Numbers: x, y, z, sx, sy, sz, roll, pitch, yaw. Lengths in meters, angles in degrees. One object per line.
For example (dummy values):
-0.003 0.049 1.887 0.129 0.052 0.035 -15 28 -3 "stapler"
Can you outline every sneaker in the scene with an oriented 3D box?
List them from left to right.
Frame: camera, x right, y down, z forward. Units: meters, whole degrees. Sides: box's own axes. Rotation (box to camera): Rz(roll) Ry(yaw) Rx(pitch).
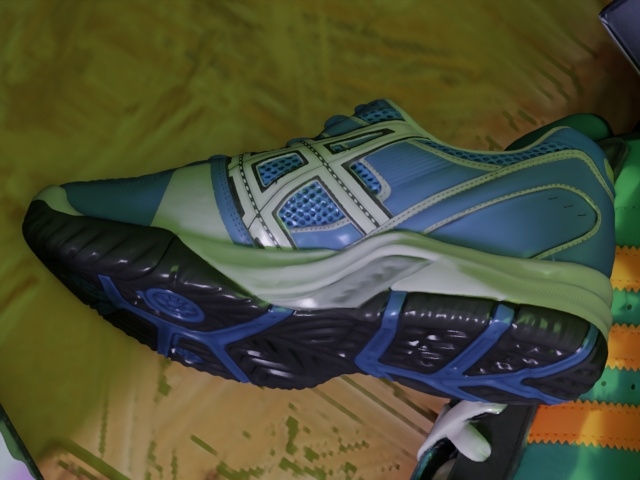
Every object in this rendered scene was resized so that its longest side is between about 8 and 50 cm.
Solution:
0.000 0.000 0.639 0.211 0.080 0.081 7 63 24 "sneaker"
0.087 0.033 0.678 0.121 0.108 0.302 40 73 -7 "sneaker"

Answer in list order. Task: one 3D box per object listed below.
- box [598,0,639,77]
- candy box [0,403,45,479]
0.311 -0.129 0.560 0.312 0.343 0.179 -35 89 -29 "box"
-0.207 0.037 0.624 0.165 0.070 0.196 -30 94 -11 "candy box"
